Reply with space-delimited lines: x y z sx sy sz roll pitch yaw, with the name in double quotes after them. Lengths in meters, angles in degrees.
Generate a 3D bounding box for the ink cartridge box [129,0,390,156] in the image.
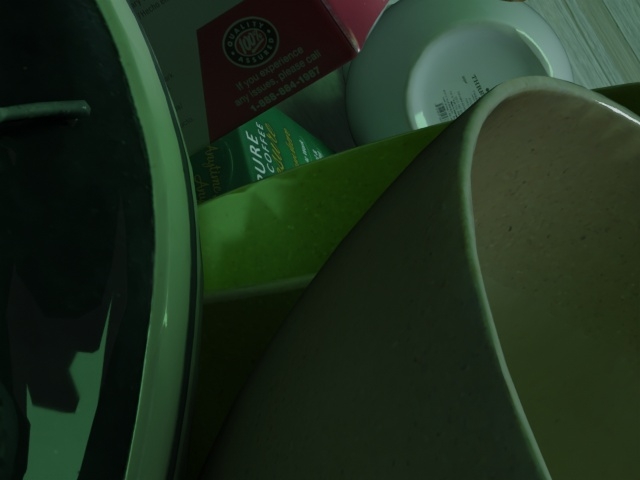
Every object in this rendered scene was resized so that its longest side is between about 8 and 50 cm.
-0.094 -0.144 0.727 0.218 0.158 0.092 54 28 -15 "ink cartridge box"

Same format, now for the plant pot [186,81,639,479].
0.078 0.113 0.707 0.275 0.275 0.293 -40 116 -66 "plant pot"

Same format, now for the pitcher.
0.085 -0.060 1.010 0.178 0.125 0.207 62 -3 -7 "pitcher"

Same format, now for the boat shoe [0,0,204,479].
-0.137 0.058 0.388 0.156 0.187 0.500 46 32 -43 "boat shoe"

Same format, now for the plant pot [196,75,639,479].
0.063 0.128 0.454 0.284 0.191 0.284 38 28 -25 "plant pot"

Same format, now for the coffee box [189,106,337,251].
0.000 0.000 0.903 0.184 0.040 0.113 34 33 -47 "coffee box"
